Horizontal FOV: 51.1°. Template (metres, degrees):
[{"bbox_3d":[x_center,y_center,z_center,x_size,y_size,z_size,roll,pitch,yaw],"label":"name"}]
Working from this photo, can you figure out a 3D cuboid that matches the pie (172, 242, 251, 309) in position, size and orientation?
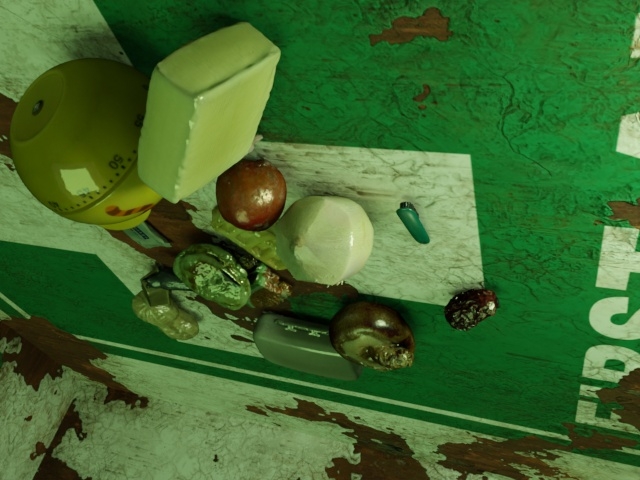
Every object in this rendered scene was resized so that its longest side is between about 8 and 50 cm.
[{"bbox_3d":[-0.312,0.110,1.952,0.248,0.090,0.201,36,131,-12],"label":"pie"}]

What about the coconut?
[{"bbox_3d":[0.000,0.000,1.536,0.224,0.234,0.224,9,110,27],"label":"coconut"}]

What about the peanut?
[{"bbox_3d":[-0.561,0.278,2.466,0.136,0.120,0.298,1,148,38],"label":"peanut"}]

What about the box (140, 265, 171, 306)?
[{"bbox_3d":[-0.549,0.159,2.280,0.111,0.111,0.177,20,151,0],"label":"box"}]

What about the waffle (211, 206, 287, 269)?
[{"bbox_3d":[-0.156,-0.012,1.797,0.274,0.057,0.168,36,147,-27],"label":"waffle"}]

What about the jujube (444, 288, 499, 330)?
[{"bbox_3d":[0.394,0.172,1.748,0.104,0.104,0.166,32,138,-21],"label":"jujube"}]

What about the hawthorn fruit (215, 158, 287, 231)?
[{"bbox_3d":[-0.158,-0.101,1.533,0.173,0.172,0.173,15,150,9],"label":"hawthorn fruit"}]

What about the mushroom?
[{"bbox_3d":[0.164,0.291,2.018,0.278,0.163,0.297,12,151,30],"label":"mushroom"}]

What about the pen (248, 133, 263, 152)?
[{"bbox_3d":[-0.192,-0.197,1.404,0.053,0.197,0.032,49,135,17],"label":"pen"}]

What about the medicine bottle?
[{"bbox_3d":[-0.039,0.368,2.298,0.375,0.123,0.282,9,150,17],"label":"medicine bottle"}]

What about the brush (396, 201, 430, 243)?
[{"bbox_3d":[0.220,-0.041,1.560,0.043,0.032,0.193,-1,157,25],"label":"brush"}]

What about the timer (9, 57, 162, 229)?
[{"bbox_3d":[-0.433,-0.184,1.409,0.376,0.376,0.387,-4,154,35],"label":"timer"}]

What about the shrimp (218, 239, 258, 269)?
[{"bbox_3d":[-0.238,0.038,1.932,0.124,0.034,0.178,40,166,-9],"label":"shrimp"}]

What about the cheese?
[{"bbox_3d":[-0.206,-0.230,1.214,0.124,0.242,0.265,42,139,12],"label":"cheese"}]

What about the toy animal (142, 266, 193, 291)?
[{"bbox_3d":[-0.440,0.134,2.081,0.210,0.117,0.121,-19,151,-2],"label":"toy animal"}]

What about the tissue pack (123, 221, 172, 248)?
[{"bbox_3d":[-0.551,-0.034,2.027,0.123,0.026,0.193,-5,143,36],"label":"tissue pack"}]

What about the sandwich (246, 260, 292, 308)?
[{"bbox_3d":[-0.184,0.159,2.077,0.159,0.079,0.235,28,149,-14],"label":"sandwich"}]
